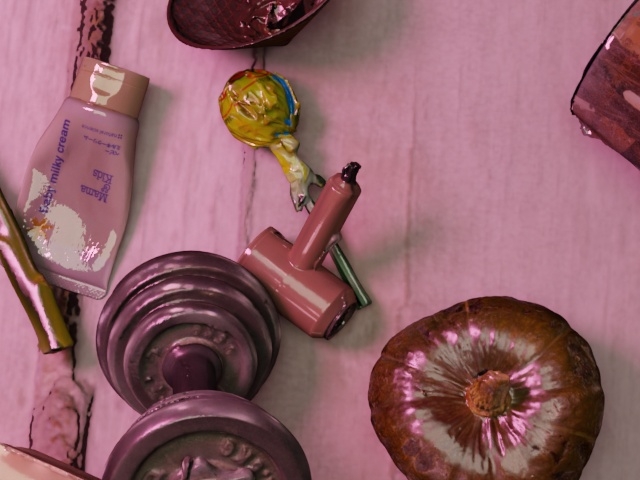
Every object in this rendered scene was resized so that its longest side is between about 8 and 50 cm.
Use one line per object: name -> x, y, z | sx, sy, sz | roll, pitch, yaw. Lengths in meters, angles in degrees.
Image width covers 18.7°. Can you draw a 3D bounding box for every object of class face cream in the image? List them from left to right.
face cream -> -0.233, -0.064, 1.911 | 0.114, 0.070, 0.224 | 18, 90, 7

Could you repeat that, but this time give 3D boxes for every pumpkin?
pumpkin -> 0.160, 0.153, 1.795 | 0.219, 0.162, 0.219 | -1, 75, 4

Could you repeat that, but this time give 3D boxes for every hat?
hat -> -0.050, -0.225, 1.921 | 0.193, 0.082, 0.193 | -14, 42, 13

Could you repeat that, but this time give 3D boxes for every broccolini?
broccolini -> -0.357, -0.050, 1.908 | 0.079, 0.074, 0.392 | -18, 74, -34

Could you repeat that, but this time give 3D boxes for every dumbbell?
dumbbell -> -0.109, 0.150, 1.715 | 0.179, 0.406, 0.179 | -3, 115, -7

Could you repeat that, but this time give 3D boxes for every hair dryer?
hair dryer -> 0.000, 0.000, 1.838 | 0.117, 0.064, 0.181 | 36, 125, 12

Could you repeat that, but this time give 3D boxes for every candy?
candy -> -0.017, -0.051, 1.895 | 0.077, 0.073, 0.262 | -26, 85, -30

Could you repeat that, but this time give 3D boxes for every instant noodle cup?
instant noodle cup -> 0.364, -0.127, 1.815 | 0.207, 0.217, 0.217 | 39, 84, 15

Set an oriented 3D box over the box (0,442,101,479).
box -> -0.206, 0.269, 1.788 | 0.212, 0.168, 0.095 | 23, 82, 7
